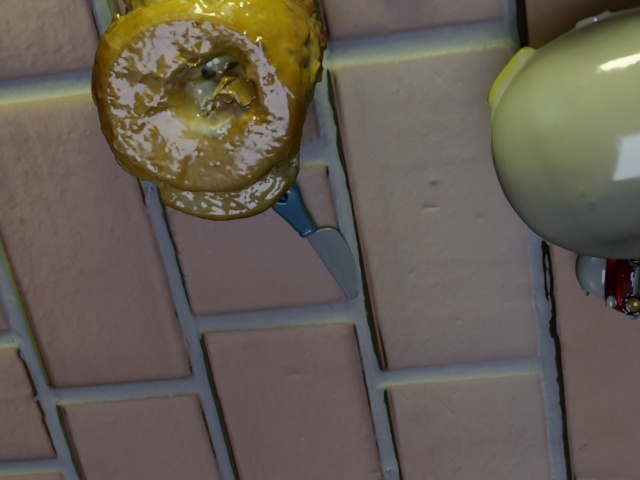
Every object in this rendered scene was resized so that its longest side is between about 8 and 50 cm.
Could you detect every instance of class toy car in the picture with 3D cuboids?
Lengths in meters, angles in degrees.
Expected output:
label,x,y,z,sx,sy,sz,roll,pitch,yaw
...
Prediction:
label,x,y,z,sx,sy,sz,roll,pitch,yaw
toy car,0.435,0.039,1.822,0.112,0.112,0.139,7,113,21

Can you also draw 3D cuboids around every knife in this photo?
label,x,y,z,sx,sy,sz,roll,pitch,yaw
knife,0.001,-0.001,1.887,0.058,0.032,0.244,-32,117,14

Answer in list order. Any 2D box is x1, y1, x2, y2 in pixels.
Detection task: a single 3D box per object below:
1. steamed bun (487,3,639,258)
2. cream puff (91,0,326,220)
label,x,y,z,sx,sy,sz,roll,pitch,yaw
steamed bun,0.407,-0.140,1.587,0.374,0.334,0.334,-19,117,18
cream puff,-0.139,-0.211,1.654,0.327,0.231,0.343,-23,110,14
